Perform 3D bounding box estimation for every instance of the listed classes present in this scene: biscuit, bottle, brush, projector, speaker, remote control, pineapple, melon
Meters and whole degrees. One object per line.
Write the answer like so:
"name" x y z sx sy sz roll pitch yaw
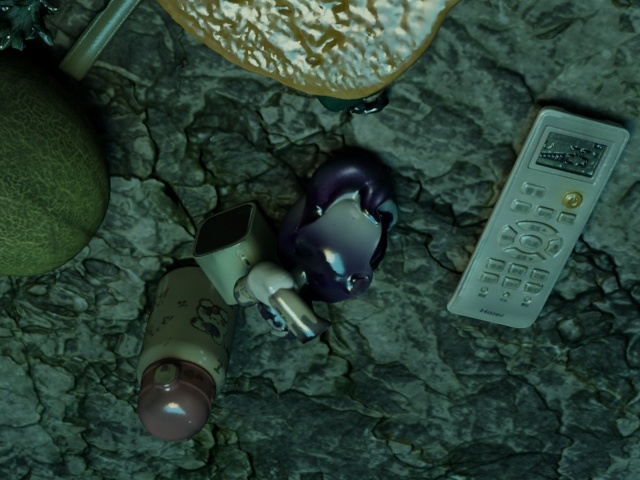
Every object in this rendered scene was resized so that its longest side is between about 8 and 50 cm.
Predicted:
"biscuit" -0.020 -0.334 1.757 0.385 0.062 0.365 41 121 -14
"bottle" -0.164 0.142 2.068 0.110 0.233 0.110 4 129 4
"brush" -0.226 -0.254 1.891 0.034 0.027 0.190 31 119 -22
"projector" -0.096 0.016 2.053 0.083 0.083 0.082 -20 123 22
"speaker" 0.039 -0.168 1.900 0.075 0.060 0.094 -23 123 25
"remote control" 0.248 -0.026 1.999 0.109 0.055 0.313 14 125 -12
"pineapple" -0.296 -0.301 1.809 0.083 0.103 0.221 12 130 -19
"melon" -0.371 -0.091 1.904 0.301 0.237 0.237 39 124 -25

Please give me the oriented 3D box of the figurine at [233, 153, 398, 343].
"figurine" 0.000 0.000 1.967 0.145 0.222 0.145 36 158 17
